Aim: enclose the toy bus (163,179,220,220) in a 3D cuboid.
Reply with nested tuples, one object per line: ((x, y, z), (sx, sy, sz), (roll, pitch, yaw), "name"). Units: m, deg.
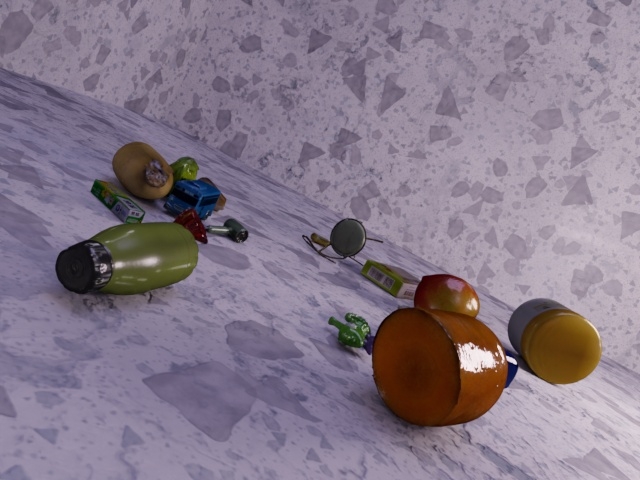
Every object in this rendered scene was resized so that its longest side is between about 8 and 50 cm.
((-0.354, -0.115, 1.467), (0.090, 0.106, 0.184), (30, 9, 1), "toy bus")

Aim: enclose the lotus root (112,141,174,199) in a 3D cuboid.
((-0.482, -0.187, 1.427), (0.146, 0.131, 0.303), (48, -6, -36), "lotus root")

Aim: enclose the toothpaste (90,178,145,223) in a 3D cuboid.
((-0.469, -0.090, 1.214), (0.178, 0.037, 0.043), (33, 10, 36), "toothpaste")

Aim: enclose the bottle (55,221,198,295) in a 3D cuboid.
((-0.291, 0.029, 0.812), (0.112, 0.112, 0.260), (29, 9, 10), "bottle")

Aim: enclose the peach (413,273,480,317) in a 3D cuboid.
((0.376, 0.187, 1.612), (0.197, 0.197, 0.197), (26, 9, -4), "peach")

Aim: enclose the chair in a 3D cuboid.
((0.095, -0.001, 1.944), (0.160, 0.170, 0.326), (46, 12, 25), "chair")

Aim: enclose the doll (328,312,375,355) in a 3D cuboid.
((0.075, 0.194, 1.131), (0.115, 0.050, 0.190), (36, 9, 13), "doll")

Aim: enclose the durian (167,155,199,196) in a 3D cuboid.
((-0.427, -0.192, 1.588), (0.101, 0.139, 0.250), (19, 9, -11), "durian")

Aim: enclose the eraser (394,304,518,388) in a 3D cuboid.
((0.323, 0.263, 1.297), (0.332, 0.101, 0.155), (24, 8, -27), "eraser")

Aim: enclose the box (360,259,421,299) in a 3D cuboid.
((0.287, 0.150, 1.941), (0.175, 0.062, 0.260), (34, 10, 36), "box")

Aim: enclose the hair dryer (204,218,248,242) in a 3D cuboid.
((-0.272, -0.031, 1.443), (0.071, 0.047, 0.150), (35, 18, 37), "hair dryer")

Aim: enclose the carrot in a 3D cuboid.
((0.218, 0.225, 0.924), (0.331, 0.214, 0.193), (11, 36, -51), "carrot")

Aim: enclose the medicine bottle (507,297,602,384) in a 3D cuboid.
((0.778, 0.330, 1.769), (0.238, 0.238, 0.232), (27, 9, 0), "medicine bottle")

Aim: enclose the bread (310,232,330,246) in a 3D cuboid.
((0.000, 0.000, 2.056), (0.088, 0.033, 0.049), (26, 13, -22), "bread")

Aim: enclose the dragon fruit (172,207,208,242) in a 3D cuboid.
((-0.334, -0.044, 1.316), (0.131, 0.063, 0.097), (-122, -171, -53), "dragon fruit")

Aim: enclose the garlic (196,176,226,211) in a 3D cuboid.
((-0.375, -0.155, 1.725), (0.101, 0.087, 0.195), (38, 0, -28), "garlic")
